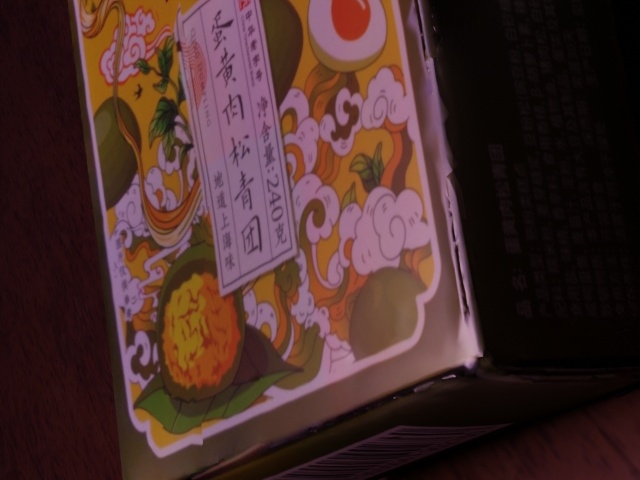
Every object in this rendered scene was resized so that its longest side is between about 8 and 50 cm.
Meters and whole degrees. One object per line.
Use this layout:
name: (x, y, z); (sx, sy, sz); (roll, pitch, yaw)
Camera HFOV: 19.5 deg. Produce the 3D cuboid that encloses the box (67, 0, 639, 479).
box: (0.003, -0.076, 1.056); (0.373, 0.138, 0.420); (-29, 65, 54)
